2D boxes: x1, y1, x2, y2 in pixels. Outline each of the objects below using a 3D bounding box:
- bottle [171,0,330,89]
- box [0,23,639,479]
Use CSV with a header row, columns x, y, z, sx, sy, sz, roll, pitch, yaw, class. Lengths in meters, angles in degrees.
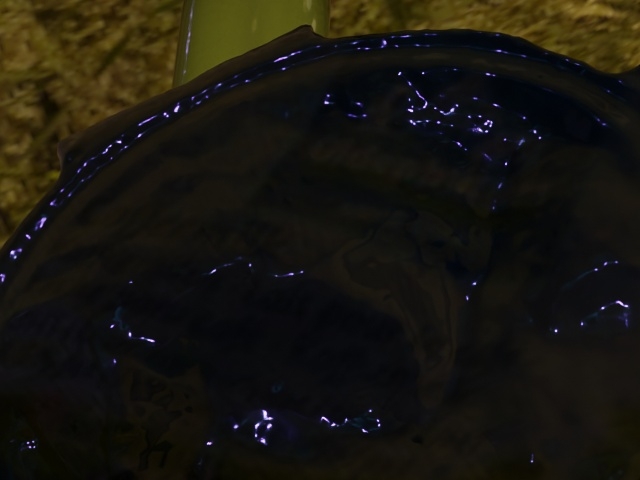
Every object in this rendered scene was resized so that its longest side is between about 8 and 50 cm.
x,y,z,sx,sy,sz,roll,pitch,yaw,class
-0.049,-0.161,1.266,0.112,0.112,0.260,15,107,24,bottle
0.027,0.104,0.543,0.262,0.291,0.206,7,146,28,box
